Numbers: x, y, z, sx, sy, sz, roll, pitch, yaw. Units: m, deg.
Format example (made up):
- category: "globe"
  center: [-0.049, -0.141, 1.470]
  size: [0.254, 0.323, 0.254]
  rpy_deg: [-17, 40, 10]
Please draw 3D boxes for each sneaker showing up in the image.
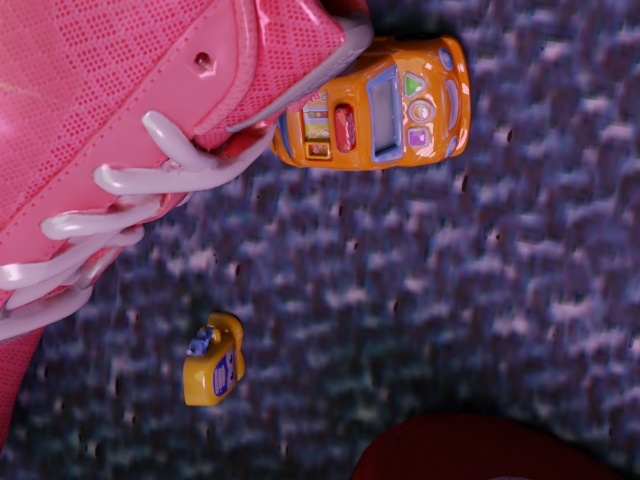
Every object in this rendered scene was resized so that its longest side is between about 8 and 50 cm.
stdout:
- category: "sneaker"
  center: [-0.062, -0.042, 0.458]
  size: [0.136, 0.116, 0.314]
  rpy_deg: [24, 113, 17]

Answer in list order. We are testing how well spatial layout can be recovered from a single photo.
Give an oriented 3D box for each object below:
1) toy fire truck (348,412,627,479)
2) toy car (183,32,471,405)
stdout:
- category: "toy fire truck"
  center: [0.031, 0.184, 0.430]
  size: [0.302, 0.254, 0.169]
  rpy_deg: [34, 115, 22]
- category: "toy car"
  center: [0.000, 0.000, 0.507]
  size: [0.060, 0.040, 0.122]
  rpy_deg: [18, 112, 9]
